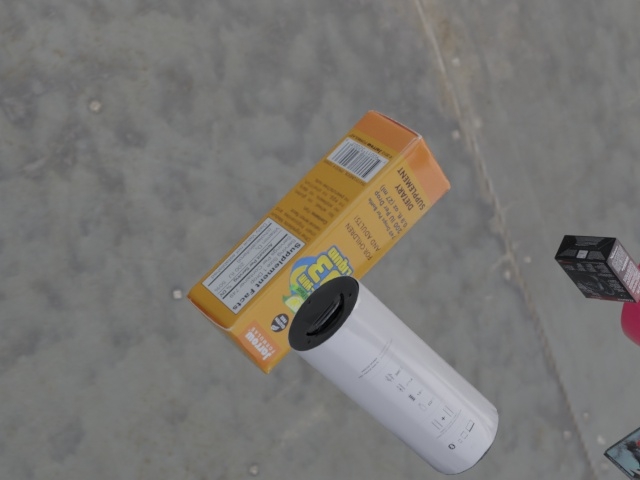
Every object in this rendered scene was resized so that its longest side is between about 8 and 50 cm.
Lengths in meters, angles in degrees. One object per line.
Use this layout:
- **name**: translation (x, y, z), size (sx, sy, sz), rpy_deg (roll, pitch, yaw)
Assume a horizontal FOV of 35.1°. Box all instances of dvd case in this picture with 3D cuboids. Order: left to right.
- **dvd case**: translation (0.377, 0.239, 1.108), size (0.087, 0.119, 0.013), rpy_deg (43, 53, 8)

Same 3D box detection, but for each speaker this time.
- **speaker**: translation (0.044, 0.080, 0.595), size (0.136, 0.055, 0.055), rpy_deg (42, 59, -26)

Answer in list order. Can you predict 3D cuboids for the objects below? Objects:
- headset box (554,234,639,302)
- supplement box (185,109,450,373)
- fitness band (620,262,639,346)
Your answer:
- **headset box**: translation (0.287, 0.031, 1.028), size (0.083, 0.062, 0.032), rpy_deg (43, 65, -34)
- **supplement box**: translation (0.000, 0.000, 0.868), size (0.233, 0.080, 0.078), rpy_deg (-44, 134, -7)
- **fitness band**: translation (0.451, 0.030, 1.190), size (0.291, 0.054, 0.209), rpy_deg (-10, 125, -47)
